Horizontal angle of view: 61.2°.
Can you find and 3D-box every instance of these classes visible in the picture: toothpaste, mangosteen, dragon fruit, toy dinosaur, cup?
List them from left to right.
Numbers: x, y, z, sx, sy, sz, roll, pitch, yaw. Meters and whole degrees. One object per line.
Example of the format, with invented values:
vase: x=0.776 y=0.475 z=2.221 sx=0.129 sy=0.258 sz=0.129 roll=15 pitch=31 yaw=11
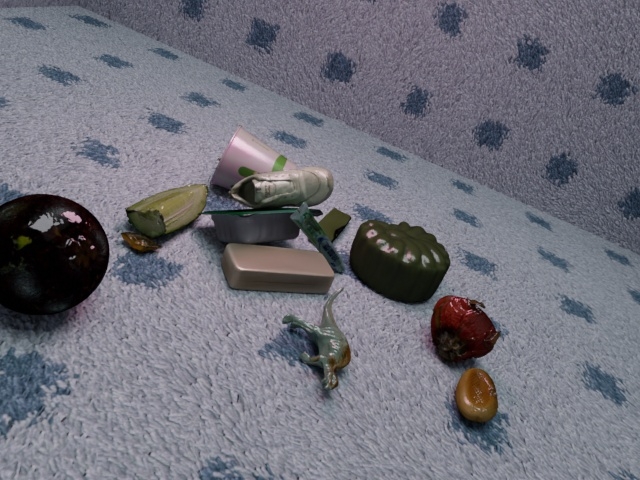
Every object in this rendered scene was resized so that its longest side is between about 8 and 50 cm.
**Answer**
mangosteen: x=-0.623 y=0.029 z=1.203 sx=0.288 sy=0.288 sz=0.288 roll=18 pitch=28 yaw=-10
cup: x=-0.249 y=-0.266 z=2.053 sx=0.274 sy=0.253 sz=0.253 roll=27 pitch=26 yaw=-11
toothpaste: x=0.000 y=0.000 z=1.775 sx=0.048 sy=0.075 sz=0.297 roll=20 pitch=-27 yaw=50
toy dinosaur: x=0.002 y=0.248 z=1.468 sx=0.206 sy=0.092 sz=0.393 roll=27 pitch=26 yaw=6
dragon fruit: x=0.409 y=0.289 z=1.639 sx=0.148 sy=0.218 sz=0.224 roll=-40 pitch=18 yaw=-26

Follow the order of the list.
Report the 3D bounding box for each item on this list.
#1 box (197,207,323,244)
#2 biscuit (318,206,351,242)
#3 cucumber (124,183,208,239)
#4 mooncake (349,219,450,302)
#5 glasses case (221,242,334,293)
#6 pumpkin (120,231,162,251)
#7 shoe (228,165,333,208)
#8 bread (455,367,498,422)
box: x=-0.198 y=-0.050 z=1.766 sx=0.337 sy=0.106 sz=0.264 roll=-8 pitch=8 yaw=-44
biscuit: x=0.040 y=-0.050 z=2.086 sx=0.099 sy=0.038 sz=0.322 roll=24 pitch=28 yaw=8
cucumber: x=-0.469 y=-0.099 z=1.720 sx=0.145 sy=0.105 sz=0.325 roll=2 pitch=22 yaw=17
mooncake: x=0.285 y=0.059 z=1.926 sx=0.351 sy=0.187 sz=0.351 roll=20 pitch=26 yaw=-11
glasses case: x=-0.128 y=0.088 z=1.668 sx=0.336 sy=0.076 sz=0.144 roll=7 pitch=32 yaw=-29
pumpkin: x=-0.519 y=0.008 z=1.561 sx=0.101 sy=0.035 sz=0.073 roll=29 pitch=16 yaw=17
shoe: x=-0.133 y=-0.162 z=1.749 sx=0.342 sy=0.132 sz=0.210 roll=-4 pitch=6 yaw=31
bread: x=0.428 y=0.431 z=1.489 sx=0.114 sy=0.077 sz=0.189 roll=8 pitch=25 yaw=14
